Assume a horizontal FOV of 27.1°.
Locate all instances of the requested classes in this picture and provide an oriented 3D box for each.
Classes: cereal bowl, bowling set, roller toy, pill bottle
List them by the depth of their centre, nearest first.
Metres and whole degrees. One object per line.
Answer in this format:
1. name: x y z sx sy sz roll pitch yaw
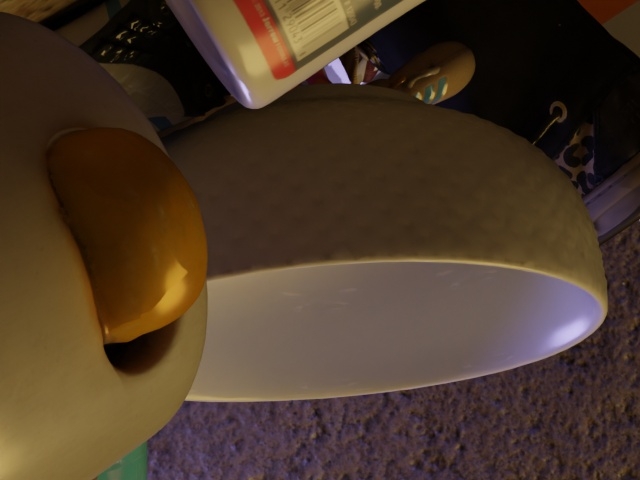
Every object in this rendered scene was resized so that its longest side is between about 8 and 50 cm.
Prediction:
1. roller toy: -0.144 0.013 0.500 0.146 0.191 0.209 -31 155 -45
2. pill bottle: 0.018 -0.142 0.522 0.180 0.108 0.108 -33 180 -5
3. cereal bowl: 0.000 0.000 0.819 0.339 0.141 0.339 -5 162 -2
4. bowling set: 0.025 -0.093 0.931 0.154 0.200 0.287 -34 173 -45

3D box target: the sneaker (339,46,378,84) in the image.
1. sneaker: 0.054 -0.191 1.209 0.084 0.069 0.185 -28 -179 -1

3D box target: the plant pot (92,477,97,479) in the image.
1. plant pot: -0.275 0.123 0.972 0.263 0.263 0.229 -33 172 -31

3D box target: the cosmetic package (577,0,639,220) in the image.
1. cosmetic package: 0.335 -0.146 1.120 0.230 0.453 0.161 -34 180 25

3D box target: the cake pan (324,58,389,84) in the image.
1. cake pan: 0.109 -0.239 1.504 0.293 0.054 0.293 -34 180 0

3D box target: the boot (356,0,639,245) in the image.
1. boot: 0.102 -0.093 1.068 0.138 0.284 0.377 -34 180 -38

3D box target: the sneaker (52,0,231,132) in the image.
1. sneaker: -0.126 -0.075 0.683 0.086 0.085 0.237 13 -138 43

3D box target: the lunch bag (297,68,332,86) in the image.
1. lunch bag: -0.109 -0.064 1.291 0.293 0.120 0.258 -31 -175 26

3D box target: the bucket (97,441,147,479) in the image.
1. bucket: -0.292 0.162 1.270 0.281 0.183 0.281 -3 -177 0
